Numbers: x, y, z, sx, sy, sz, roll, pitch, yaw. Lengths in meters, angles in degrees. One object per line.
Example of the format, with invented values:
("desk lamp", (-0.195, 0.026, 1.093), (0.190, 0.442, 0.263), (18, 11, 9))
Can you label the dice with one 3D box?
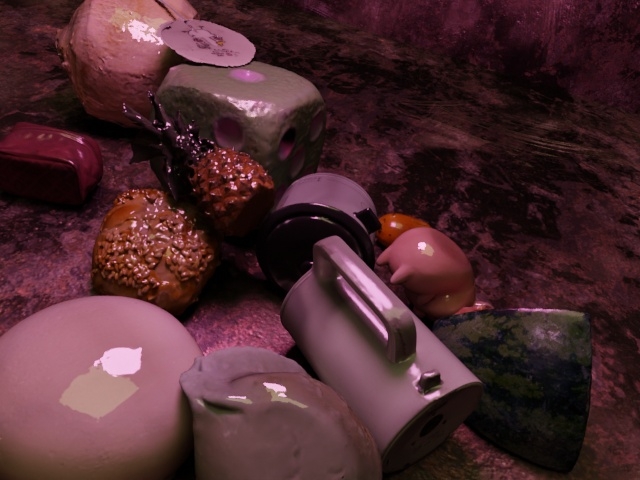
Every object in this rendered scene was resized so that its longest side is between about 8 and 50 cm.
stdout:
("dice", (-0.191, -0.233, 1.262), (0.322, 0.330, 0.318), (25, 35, 16))

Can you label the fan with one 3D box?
("fan", (-0.319, -0.526, 1.301), (0.233, 0.012, 0.415), (-18, 54, -39))

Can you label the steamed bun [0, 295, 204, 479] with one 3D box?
("steamed bun", (-0.321, 0.214, 0.760), (0.324, 0.206, 0.324), (9, 38, -7))

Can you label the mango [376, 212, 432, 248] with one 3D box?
("mango", (0.213, -0.017, 1.296), (0.159, 0.084, 0.105), (4, 44, -11))

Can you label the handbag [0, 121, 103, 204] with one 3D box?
("handbag", (-0.622, -0.175, 1.213), (0.225, 0.146, 0.135), (9, 41, -1))

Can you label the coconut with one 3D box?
("coconut", (-0.536, -0.508, 1.474), (0.404, 0.404, 0.404), (8, 38, -6))

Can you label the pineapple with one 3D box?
("pineapple", (-0.254, -0.155, 1.061), (0.364, 0.165, 0.165), (36, 43, 18))

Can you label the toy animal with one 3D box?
("toy animal", (0.231, 0.074, 1.078), (0.154, 0.250, 0.166), (-36, 41, 8))

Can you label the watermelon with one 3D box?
("watermelon", (0.350, 0.257, 0.974), (0.283, 0.292, 0.250), (9, 73, 35))

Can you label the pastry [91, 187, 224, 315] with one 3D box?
("pastry", (-0.322, 0.002, 1.064), (0.255, 0.162, 0.311), (2, 38, -10))

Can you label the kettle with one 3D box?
("kettle", (0.078, 0.181, 0.873), (0.318, 0.205, 0.265), (50, 7, 37))

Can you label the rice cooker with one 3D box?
("rice cooker", (0.000, 0.000, 1.094), (0.280, 0.241, 0.227), (-25, 23, 25))

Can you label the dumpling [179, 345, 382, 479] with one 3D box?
("dumpling", (-0.020, 0.292, 0.721), (0.270, 0.321, 0.212), (-15, 4, -42))
